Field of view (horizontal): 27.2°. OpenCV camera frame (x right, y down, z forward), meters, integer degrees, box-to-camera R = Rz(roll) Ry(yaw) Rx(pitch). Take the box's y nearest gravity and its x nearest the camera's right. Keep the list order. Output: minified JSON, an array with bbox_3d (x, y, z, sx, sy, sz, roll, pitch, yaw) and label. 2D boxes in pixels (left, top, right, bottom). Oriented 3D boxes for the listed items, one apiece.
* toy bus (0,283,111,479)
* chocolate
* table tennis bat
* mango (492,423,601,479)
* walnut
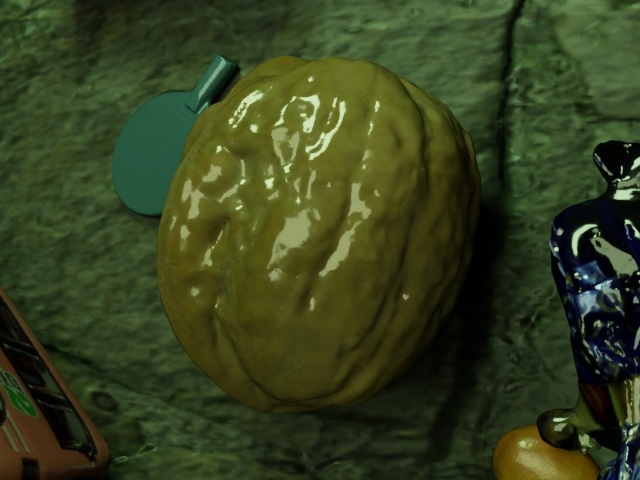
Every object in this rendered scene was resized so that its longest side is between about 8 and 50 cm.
[{"bbox_3d":[-0.357,0.105,1.092,0.203,0.233,0.427,-47,61,12],"label":"toy bus"},{"bbox_3d":[0.208,0.093,0.860,0.148,0.126,0.344,-16,72,28],"label":"chocolate"},{"bbox_3d":[-0.122,-0.091,1.127,0.100,0.019,0.155,39,100,28],"label":"table tennis bat"},{"bbox_3d":[0.161,0.164,0.917,0.089,0.046,0.060,38,97,15],"label":"mango"},{"bbox_3d":[0.000,0.000,0.940,0.224,0.257,0.257,18,88,61],"label":"walnut"}]
